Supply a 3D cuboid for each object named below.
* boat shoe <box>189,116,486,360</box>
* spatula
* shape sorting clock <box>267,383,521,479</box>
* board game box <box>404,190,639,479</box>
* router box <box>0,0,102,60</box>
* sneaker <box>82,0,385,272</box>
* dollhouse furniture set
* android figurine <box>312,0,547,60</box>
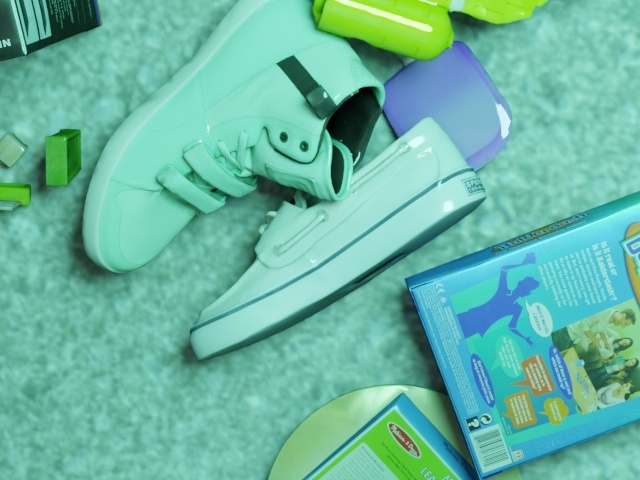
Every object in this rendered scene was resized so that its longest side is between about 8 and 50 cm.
[{"bbox_3d":[0.000,0.000,1.312,0.258,0.095,0.084,-32,81,15],"label":"boat shoe"},{"bbox_3d":[0.039,-0.179,1.298,0.084,0.030,0.296,-32,97,10],"label":"spatula"},{"bbox_3d":[0.058,0.213,1.374,0.206,0.040,0.206,0,100,1],"label":"shape sorting clock"},{"bbox_3d":[0.188,0.068,1.317,0.210,0.047,0.160,-20,99,1],"label":"board game box"},{"bbox_3d":[-0.330,-0.148,1.228,0.309,0.243,0.081,-11,101,8],"label":"router box"},{"bbox_3d":[-0.063,-0.051,1.270,0.256,0.094,0.151,-52,55,11],"label":"sneaker"},{"bbox_3d":[-0.261,-0.063,1.334,0.151,0.058,0.076,3,102,4],"label":"dollhouse furniture set"},{"bbox_3d":[0.083,-0.251,1.229,0.273,0.056,0.248,19,98,-5],"label":"android figurine"}]
